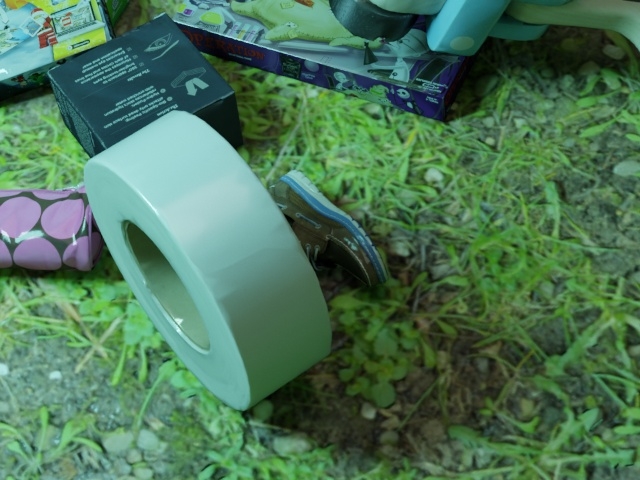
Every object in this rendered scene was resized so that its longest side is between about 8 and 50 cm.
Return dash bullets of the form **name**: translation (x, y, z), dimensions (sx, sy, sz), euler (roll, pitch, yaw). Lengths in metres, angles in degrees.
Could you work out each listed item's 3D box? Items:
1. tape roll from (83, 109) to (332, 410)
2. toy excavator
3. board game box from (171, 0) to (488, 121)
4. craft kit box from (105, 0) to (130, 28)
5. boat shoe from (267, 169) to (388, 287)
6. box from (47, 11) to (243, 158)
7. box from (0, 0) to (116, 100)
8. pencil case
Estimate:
- **tape roll**: translation (-0.111, 0.019, 1.548), dimensions (0.100, 0.286, 0.286), euler (-33, 57, -18)
- **toy excavator**: translation (0.248, -0.293, 1.742), dimensions (0.445, 0.222, 0.433), euler (4, 61, -15)
- **board game box**: translation (0.023, -0.271, 1.901), dimensions (0.346, 0.056, 0.208), euler (17, 53, 17)
- **craft kit box**: translation (-0.320, -0.386, 2.013), dimensions (0.249, 0.061, 0.247), euler (15, 54, 15)
- **boat shoe**: translation (0.000, 0.000, 1.694), dimensions (0.066, 0.066, 0.183), euler (-35, 48, -14)
- **box**: translation (-0.194, -0.147, 1.797), dimensions (0.156, 0.093, 0.158), euler (-29, 55, -16)
- **box**: translation (-0.363, -0.248, 1.876), dimensions (0.233, 0.044, 0.159), euler (-19, 65, 2)
- **pencil case**: translation (-0.333, -0.018, 1.716), dimensions (0.209, 0.095, 0.098), euler (1, 89, 4)
